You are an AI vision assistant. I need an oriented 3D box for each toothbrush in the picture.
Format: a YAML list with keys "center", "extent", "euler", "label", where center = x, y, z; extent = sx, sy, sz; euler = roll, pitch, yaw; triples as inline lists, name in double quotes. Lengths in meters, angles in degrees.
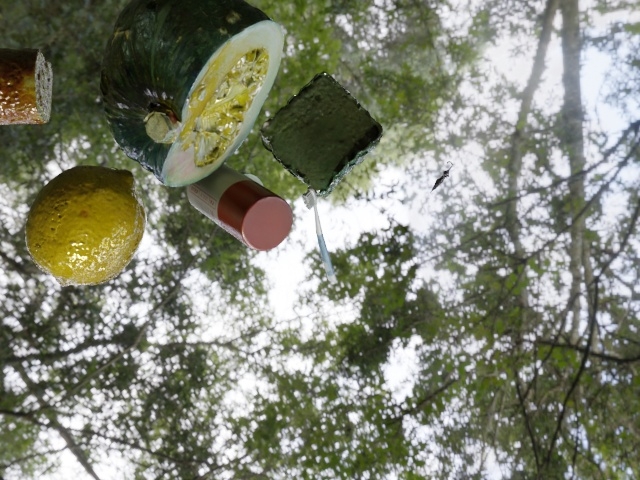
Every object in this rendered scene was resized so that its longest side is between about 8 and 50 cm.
- center: [0.000, 0.000, 1.287]
  extent: [0.019, 0.275, 0.025]
  euler: [25, -122, 30]
  label: "toothbrush"

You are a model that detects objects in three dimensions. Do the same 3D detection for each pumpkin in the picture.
- center: [-0.212, -0.241, 0.941]
  extent: [0.197, 0.293, 0.263]
  euler: [35, -146, 7]
  label: "pumpkin"

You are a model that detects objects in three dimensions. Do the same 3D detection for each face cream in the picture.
- center: [-0.138, -0.061, 1.075]
  extent: [0.096, 0.096, 0.214]
  euler: [-33, -145, -20]
  label: "face cream"

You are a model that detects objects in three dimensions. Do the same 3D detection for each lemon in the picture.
- center: [-0.537, -0.039, 1.496]
  extent: [0.310, 0.258, 0.258]
  euler: [-55, -142, 4]
  label: "lemon"

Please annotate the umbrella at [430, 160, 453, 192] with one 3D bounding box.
- center: [0.280, -0.141, 1.490]
  extent: [0.013, 0.122, 0.022]
  euler: [-30, -110, -29]
  label: "umbrella"

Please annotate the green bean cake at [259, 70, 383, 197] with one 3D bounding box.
- center: [0.000, -0.263, 1.646]
  extent: [0.255, 0.241, 0.132]
  euler: [-46, -179, -6]
  label: "green bean cake"

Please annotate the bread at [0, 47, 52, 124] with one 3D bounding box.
- center: [-0.514, -0.236, 0.999]
  extent: [0.172, 0.103, 0.132]
  euler: [-5, -112, -6]
  label: "bread"

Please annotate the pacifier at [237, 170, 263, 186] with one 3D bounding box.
- center: [-0.223, -0.134, 1.813]
  extent: [0.150, 0.127, 0.116]
  euler: [-18, -169, -19]
  label: "pacifier"
